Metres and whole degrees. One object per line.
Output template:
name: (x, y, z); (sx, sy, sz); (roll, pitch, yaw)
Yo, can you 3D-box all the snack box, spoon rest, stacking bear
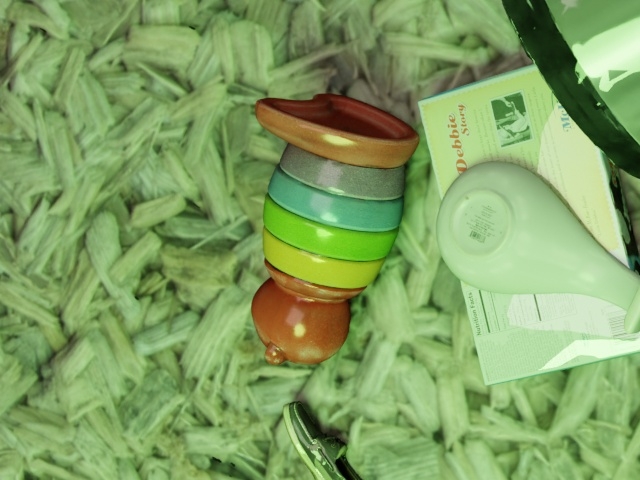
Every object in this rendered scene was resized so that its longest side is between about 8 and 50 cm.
snack box: (0.232, -0.021, 1.651); (0.187, 0.060, 0.322); (-15, 84, 24)
spoon rest: (0.232, 0.015, 1.585); (0.276, 0.084, 0.137); (31, 102, 35)
stacking bear: (0.000, 0.000, 1.716); (0.164, 0.175, 0.289); (25, 110, 30)

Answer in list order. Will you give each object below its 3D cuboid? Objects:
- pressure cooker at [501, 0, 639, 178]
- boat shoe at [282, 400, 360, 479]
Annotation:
pressure cooker: (0.398, -0.286, 1.386); (0.420, 0.375, 0.370); (-30, 68, 27)
boat shoe: (0.010, 0.247, 1.766); (0.049, 0.056, 0.152); (-31, 87, 17)
